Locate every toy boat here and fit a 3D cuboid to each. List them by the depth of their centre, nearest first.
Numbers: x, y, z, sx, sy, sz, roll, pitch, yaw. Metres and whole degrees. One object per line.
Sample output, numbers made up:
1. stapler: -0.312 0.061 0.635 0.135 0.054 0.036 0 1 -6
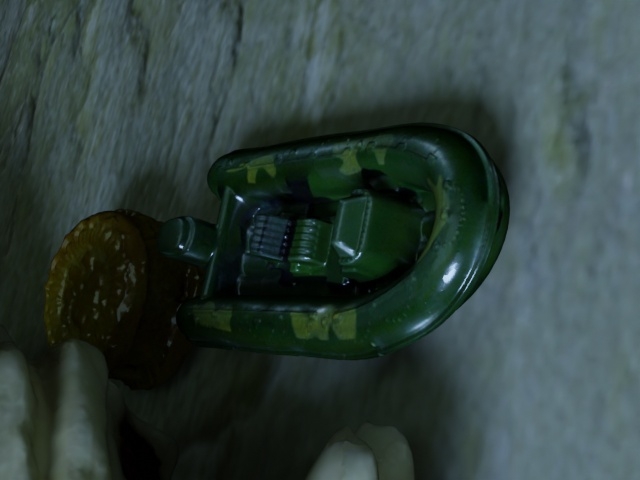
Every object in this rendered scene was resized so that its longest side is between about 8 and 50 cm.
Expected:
1. toy boat: 0.000 0.000 0.433 0.210 0.052 0.104 -2 69 50

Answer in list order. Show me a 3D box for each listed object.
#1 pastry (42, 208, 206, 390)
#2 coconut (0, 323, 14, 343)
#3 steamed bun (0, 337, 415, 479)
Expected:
1. pastry: -0.109 0.031 0.541 0.109 0.057 0.097 -12 66 48
2. coconut: -0.270 0.153 0.536 0.237 0.237 0.265 -49 44 23
3. steamed bun: -0.040 0.202 0.318 0.247 0.189 0.427 111 155 -51
